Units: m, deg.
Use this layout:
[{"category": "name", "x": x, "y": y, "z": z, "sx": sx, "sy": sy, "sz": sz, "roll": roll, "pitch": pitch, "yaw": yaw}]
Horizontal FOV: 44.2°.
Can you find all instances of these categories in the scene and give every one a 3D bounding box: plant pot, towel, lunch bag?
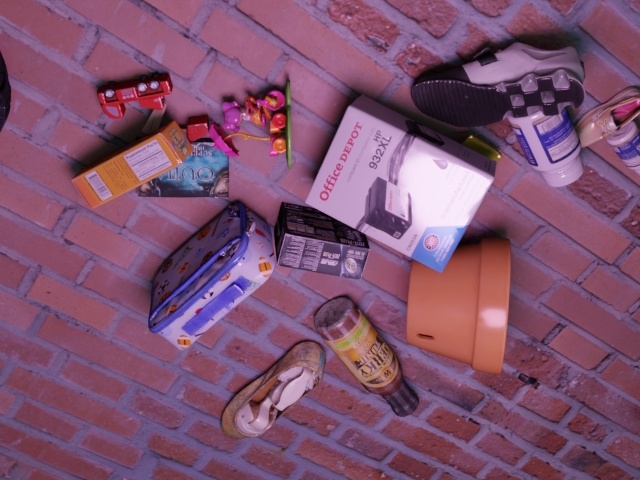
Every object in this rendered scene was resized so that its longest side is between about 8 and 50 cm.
[{"category": "plant pot", "x": 0.293, "y": 0.134, "z": 1.695, "sx": 0.203, "sy": 0.291, "sz": 0.291, "roll": 3, "pitch": 120, "yaw": 10}, {"category": "towel", "x": 0.267, "y": -0.116, "z": 1.653, "sx": 0.102, "sy": 0.021, "sz": 0.237, "roll": 23, "pitch": 123, "yaw": -34}, {"category": "lunch bag", "x": -0.220, "y": 0.069, "z": 1.604, "sx": 0.303, "sy": 0.243, "sz": 0.115, "roll": -42, "pitch": 115, "yaw": 17}]

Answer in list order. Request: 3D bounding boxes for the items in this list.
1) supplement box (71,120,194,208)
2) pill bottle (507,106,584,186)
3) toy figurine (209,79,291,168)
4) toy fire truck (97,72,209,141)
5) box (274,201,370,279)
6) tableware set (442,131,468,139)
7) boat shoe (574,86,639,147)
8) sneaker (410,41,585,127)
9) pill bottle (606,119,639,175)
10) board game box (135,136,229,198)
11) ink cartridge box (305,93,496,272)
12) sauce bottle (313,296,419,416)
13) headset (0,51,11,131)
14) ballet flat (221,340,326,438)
[{"category": "supplement box", "x": -0.364, "y": -0.146, "z": 1.530, "sx": 0.233, "sy": 0.078, "sz": 0.080, "roll": -21, "pitch": 112, "yaw": 22}, {"category": "pill bottle", "x": 0.464, "y": -0.206, "z": 1.604, "sx": 0.112, "sy": 0.112, "sz": 0.187, "roll": -29, "pitch": 118, "yaw": 9}, {"category": "toy figurine", "x": -0.136, "y": -0.225, "z": 1.529, "sx": 0.159, "sy": 0.130, "sz": 0.173, "roll": 0, "pitch": 97, "yaw": -3}, {"category": "toy fire truck", "x": -0.322, "y": -0.251, "z": 1.528, "sx": 0.192, "sy": 0.047, "sz": 0.135, "roll": -11, "pitch": 121, "yaw": 1}, {"category": "box", "x": 0.000, "y": 0.000, "z": 1.645, "sx": 0.180, "sy": 0.147, "sz": 0.077, "roll": 10, "pitch": 117, "yaw": -12}, {"category": "tableware set", "x": 0.218, "y": -0.151, "z": 1.647, "sx": 0.194, "sy": 0.039, "sz": 0.128, "roll": -6, "pitch": 119, "yaw": -3}, {"category": "boat shoe", "x": 0.594, "y": -0.249, "z": 1.625, "sx": 0.170, "sy": 0.059, "sz": 0.063, "roll": -40, "pitch": 115, "yaw": 15}, {"category": "sneaker", "x": 0.345, "y": -0.313, "z": 1.541, "sx": 0.330, "sy": 0.146, "sz": 0.122, "roll": 0, "pitch": 142, "yaw": 19}, {"category": "pill bottle", "x": 0.660, "y": -0.192, "z": 1.659, "sx": 0.067, "sy": 0.067, "sz": 0.120, "roll": -40, "pitch": 116, "yaw": 15}, {"category": "board game box", "x": -0.279, "y": -0.146, "z": 1.602, "sx": 0.186, "sy": 0.026, "sz": 0.126, "roll": 0, "pitch": 118, "yaw": -6}, {"category": "ink cartridge box", "x": 0.157, "y": -0.114, "z": 1.552, "sx": 0.307, "sy": 0.129, "sz": 0.223, "roll": 27, "pitch": 114, "yaw": 4}, {"category": "sauce bottle", "x": 0.119, "y": 0.279, "z": 1.835, "sx": 0.111, "sy": 0.111, "sz": 0.344, "roll": -33, "pitch": 118, "yaw": 12}, {"category": "headset", "x": -0.684, "y": -0.306, "z": 1.379, "sx": 0.243, "sy": 0.185, "sz": 0.394, "roll": 5, "pitch": 129, "yaw": -10}, {"category": "ballet flat", "x": -0.116, "y": 0.378, "z": 1.859, "sx": 0.123, "sy": 0.123, "sz": 0.348, "roll": 37, "pitch": 109, "yaw": -23}]
